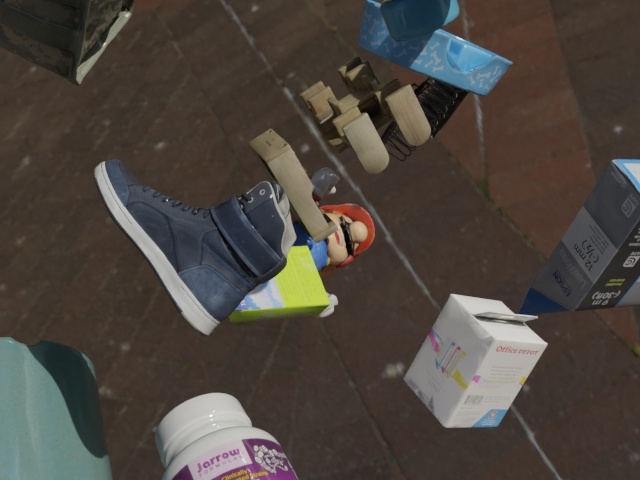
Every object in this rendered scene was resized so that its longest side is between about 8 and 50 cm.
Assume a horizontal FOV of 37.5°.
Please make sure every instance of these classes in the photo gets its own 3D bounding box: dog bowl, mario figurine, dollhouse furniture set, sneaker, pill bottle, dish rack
[{"bbox_3d":[0.183,-0.312,1.549,0.166,0.297,0.074,40,112,45],"label":"dog bowl"},{"bbox_3d":[0.000,0.000,1.565,0.170,0.198,0.320,30,26,22],"label":"mario figurine"},{"bbox_3d":[0.040,-0.139,1.458,0.242,0.161,0.212,-33,29,-5],"label":"dollhouse furniture set"},{"bbox_3d":[-0.127,-0.034,1.011,0.163,0.086,0.226,-40,76,4],"label":"sneaker"},{"bbox_3d":[-0.099,0.339,1.163,0.169,0.169,0.301,-34,51,-1],"label":"pill bottle"},{"bbox_3d":[0.191,-0.238,1.739,0.271,0.074,0.208,-44,-9,-45],"label":"dish rack"}]

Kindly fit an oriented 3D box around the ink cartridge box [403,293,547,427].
[{"bbox_3d":[0.181,0.132,1.085,0.090,0.092,0.143,47,118,45],"label":"ink cartridge box"}]

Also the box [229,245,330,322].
[{"bbox_3d":[-0.081,0.061,1.377,0.042,0.178,0.109,-48,54,42],"label":"box"}]

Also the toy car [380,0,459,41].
[{"bbox_3d":[0.138,-0.312,0.830,0.210,0.219,0.238,-28,19,-14],"label":"toy car"}]

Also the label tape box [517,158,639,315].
[{"bbox_3d":[0.506,0.032,1.531,0.249,0.347,0.115,-2,44,-28],"label":"label tape box"}]

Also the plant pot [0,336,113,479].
[{"bbox_3d":[-0.411,0.325,1.213,0.341,0.341,0.334,-21,60,16],"label":"plant pot"}]

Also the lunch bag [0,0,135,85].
[{"bbox_3d":[-0.277,-0.326,0.876,0.287,0.235,0.169,-60,7,48],"label":"lunch bag"}]
